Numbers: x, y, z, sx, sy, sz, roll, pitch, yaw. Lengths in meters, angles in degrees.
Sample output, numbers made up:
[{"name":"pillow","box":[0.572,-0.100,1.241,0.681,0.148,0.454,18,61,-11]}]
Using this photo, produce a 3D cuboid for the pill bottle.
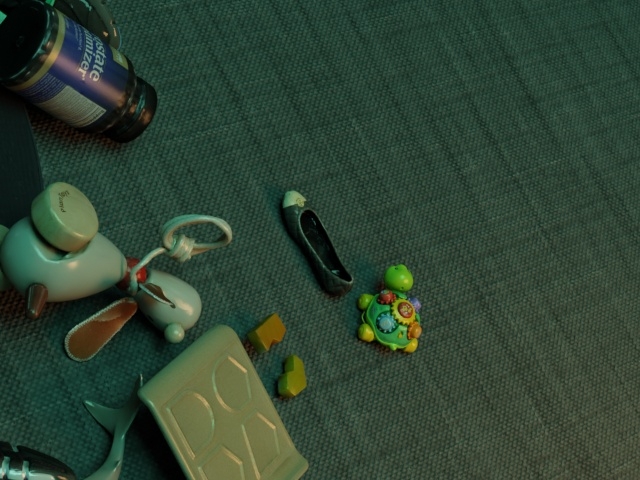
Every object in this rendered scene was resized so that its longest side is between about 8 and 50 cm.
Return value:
[{"name":"pill bottle","box":[-0.325,-0.217,2.035,0.219,0.123,0.123,32,48,-44]}]

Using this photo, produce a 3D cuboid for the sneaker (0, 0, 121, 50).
[{"name":"sneaker","box":[-0.426,-0.356,2.108,0.341,0.125,0.140,41,77,-9]}]

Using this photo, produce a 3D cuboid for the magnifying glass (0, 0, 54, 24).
[{"name":"magnifying glass","box":[-0.448,-0.287,2.025,0.231,0.026,0.092,-43,100,-14]}]

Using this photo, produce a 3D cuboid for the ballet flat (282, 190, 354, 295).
[{"name":"ballet flat","box":[0.000,0.000,2.201,0.057,0.049,0.173,-23,78,-40]}]

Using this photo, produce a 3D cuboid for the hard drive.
[{"name":"hard drive","box":[-0.439,-0.090,1.968,0.172,0.054,0.255,0,65,-32]}]

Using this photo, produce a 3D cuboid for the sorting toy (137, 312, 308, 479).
[{"name":"sorting toy","box":[-0.105,0.227,1.991,0.229,0.041,0.307,60,34,-7]}]

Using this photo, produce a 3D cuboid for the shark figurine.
[{"name":"shark figurine","box":[-0.289,0.289,1.818,0.278,0.116,0.166,-33,86,-38]}]

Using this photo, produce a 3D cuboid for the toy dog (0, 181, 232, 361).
[{"name":"toy dog","box":[-0.273,0.063,1.887,0.333,0.220,0.161,13,50,-27]}]

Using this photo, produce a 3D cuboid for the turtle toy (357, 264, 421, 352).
[{"name":"turtle toy","box":[0.107,0.098,2.203,0.095,0.066,0.130,16,57,-25]}]

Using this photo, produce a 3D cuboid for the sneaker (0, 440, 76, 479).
[{"name":"sneaker","box":[-0.423,0.306,1.709,0.281,0.106,0.162,9,94,-12]}]
